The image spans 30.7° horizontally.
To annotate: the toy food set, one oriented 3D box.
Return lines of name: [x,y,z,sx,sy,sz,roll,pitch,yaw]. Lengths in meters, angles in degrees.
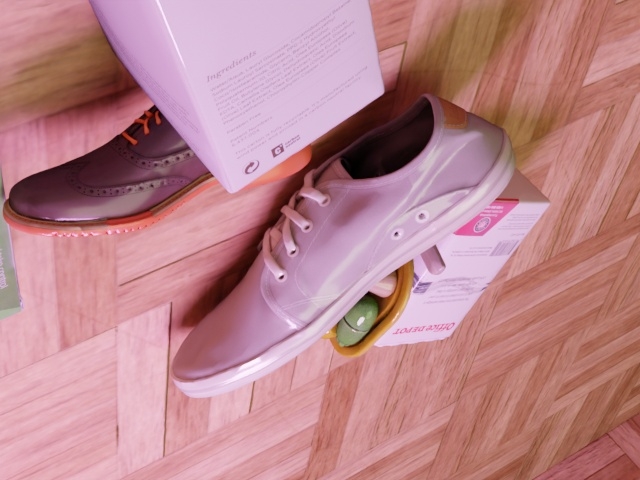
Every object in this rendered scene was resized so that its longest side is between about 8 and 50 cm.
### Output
toy food set: [0.042,0.045,1.360,0.071,0.128,0.218,12,135,-31]

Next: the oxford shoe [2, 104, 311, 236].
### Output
oxford shoe: [-0.134,-0.080,0.954,0.271,0.097,0.098,-22,128,-27]

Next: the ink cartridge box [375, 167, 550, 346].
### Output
ink cartridge box: [0.149,0.011,1.459,0.172,0.100,0.237,-1,131,-49]

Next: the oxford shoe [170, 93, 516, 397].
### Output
oxford shoe: [0.000,0.000,1.251,0.449,0.169,0.130,-39,118,11]

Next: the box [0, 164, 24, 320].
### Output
box: [-0.395,0.034,0.899,0.322,0.058,0.232,-24,147,-25]

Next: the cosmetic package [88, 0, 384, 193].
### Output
cosmetic package: [-0.088,-0.220,0.763,0.155,0.197,0.365,-34,152,-11]
